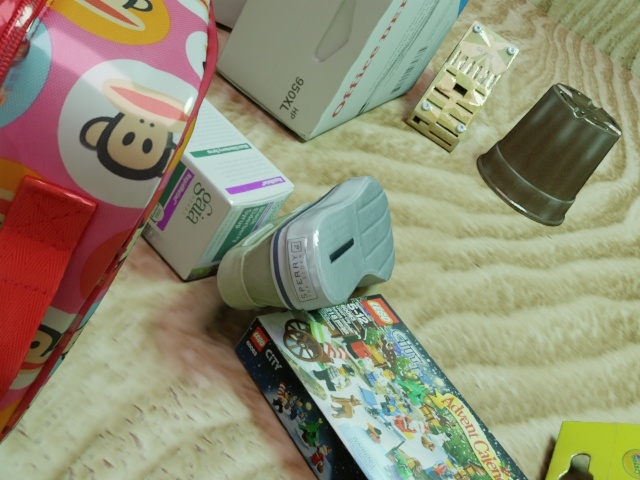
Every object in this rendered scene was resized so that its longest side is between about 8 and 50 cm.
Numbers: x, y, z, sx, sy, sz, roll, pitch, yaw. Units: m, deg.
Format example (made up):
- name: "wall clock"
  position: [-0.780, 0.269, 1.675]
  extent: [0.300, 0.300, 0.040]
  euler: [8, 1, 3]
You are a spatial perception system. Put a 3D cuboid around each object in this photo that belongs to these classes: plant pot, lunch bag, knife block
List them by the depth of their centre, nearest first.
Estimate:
- name: "lunch bag"
  position: [-0.162, -0.016, 0.417]
  extent: [0.120, 0.293, 0.258]
  euler: [25, 32, -24]
- name: "plant pot"
  position: [0.355, -0.138, 1.184]
  extent: [0.167, 0.165, 0.167]
  euler: [24, 32, -16]
- name: "knife block"
  position: [0.228, -0.249, 1.316]
  extent: [0.088, 0.242, 0.275]
  euler: [34, 76, 1]

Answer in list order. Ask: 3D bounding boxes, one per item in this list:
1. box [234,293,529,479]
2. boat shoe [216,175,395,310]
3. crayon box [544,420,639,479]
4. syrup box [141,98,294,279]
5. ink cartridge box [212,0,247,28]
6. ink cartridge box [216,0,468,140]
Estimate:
- name: "box"
  position: [0.056, 0.150, 0.628]
  extent: [0.159, 0.044, 0.233]
  euler: [-7, 50, -47]
- name: "boat shoe"
  position: [0.000, 0.000, 0.718]
  extent: [0.302, 0.094, 0.109]
  euler: [-17, 100, -72]
- name: "crayon box"
  position: [0.346, 0.237, 0.628]
  extent: [0.319, 0.081, 0.202]
  euler: [-1, 19, 28]
- name: "syrup box"
  position: [-0.146, -0.083, 0.710]
  extent: [0.237, 0.093, 0.096]
  euler: [46, 32, 18]
- name: "ink cartridge box"
  position: [-0.231, -0.449, 1.097]
  extent: [0.306, 0.131, 0.226]
  euler: [16, 35, -25]
- name: "ink cartridge box"
  position: [0.070, -0.330, 1.064]
  extent: [0.166, 0.285, 0.395]
  euler: [38, 31, 9]
